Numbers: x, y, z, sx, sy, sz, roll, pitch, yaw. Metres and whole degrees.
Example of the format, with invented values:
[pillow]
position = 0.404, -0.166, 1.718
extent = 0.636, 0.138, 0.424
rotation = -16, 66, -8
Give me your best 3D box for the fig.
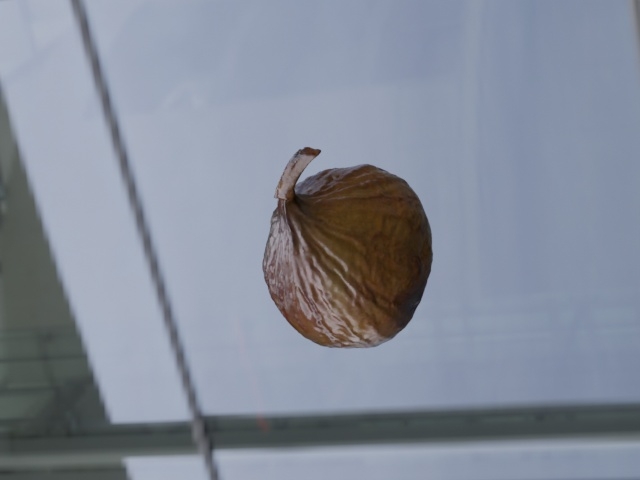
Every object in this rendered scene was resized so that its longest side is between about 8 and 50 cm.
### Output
[fig]
position = 0.000, 0.000, 1.228
extent = 0.201, 0.133, 0.146
rotation = 32, -131, -58
